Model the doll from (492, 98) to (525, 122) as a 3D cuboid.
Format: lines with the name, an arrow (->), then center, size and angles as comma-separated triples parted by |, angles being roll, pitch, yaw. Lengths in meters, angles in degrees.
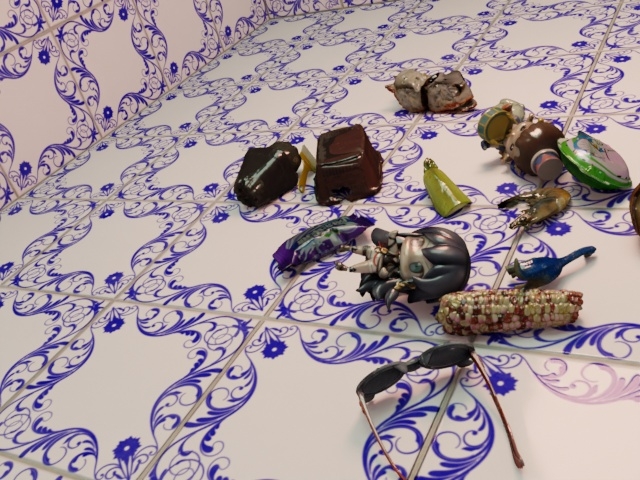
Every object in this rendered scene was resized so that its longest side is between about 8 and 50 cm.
doll -> 0.562, -0.376, 2.099 | 0.103, 0.072, 0.214 | 11, 30, 17

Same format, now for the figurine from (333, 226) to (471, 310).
figurine -> 0.185, 0.053, 1.482 | 0.265, 0.175, 0.197 | 7, 4, 31

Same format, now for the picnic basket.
picnic basket -> 0.069, -0.237, 2.075 | 0.222, 0.129, 0.297 | -14, 30, 10

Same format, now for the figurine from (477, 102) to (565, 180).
figurine -> 0.539, -0.253, 1.821 | 0.158, 0.161, 0.275 | 15, 17, -37

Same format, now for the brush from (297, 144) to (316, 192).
brush -> -0.046, -0.211, 2.151 | 0.011, 0.083, 0.205 | -24, 33, 28

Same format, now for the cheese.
cheese -> 0.674, -0.207, 1.716 | 0.203, 0.083, 0.320 | 30, 32, 5

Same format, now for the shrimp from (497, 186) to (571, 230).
shrimp -> 0.501, -0.080, 1.678 | 0.217, 0.051, 0.150 | -28, 28, -31

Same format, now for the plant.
plant -> -0.160, -0.213, 2.146 | 0.164, 0.142, 0.256 | 5, 41, 36

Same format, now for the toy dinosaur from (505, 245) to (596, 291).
toy dinosaur -> 0.467, 0.043, 1.399 | 0.188, 0.247, 0.075 | -29, 70, 14

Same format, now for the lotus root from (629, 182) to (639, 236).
lotus root -> 0.746, -0.077, 1.463 | 0.188, 0.199, 0.180 | 32, 11, 9

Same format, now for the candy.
candy -> 0.000, 0.000, 1.792 | 0.275, 0.070, 0.145 | -27, 23, -11

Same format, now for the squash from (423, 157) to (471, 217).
squash -> 0.319, -0.139, 1.842 | 0.090, 0.075, 0.200 | -34, 52, 9

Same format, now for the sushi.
sushi -> 0.376, -0.504, 2.343 | 0.332, 0.130, 0.124 | 9, 40, 37

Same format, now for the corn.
corn -> 0.365, 0.140, 1.357 | 0.280, 0.092, 0.092 | -3, 33, 17

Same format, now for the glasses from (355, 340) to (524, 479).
glasses -> 0.202, 0.316, 1.203 | 0.234, 0.118, 0.268 | -18, 50, -3
